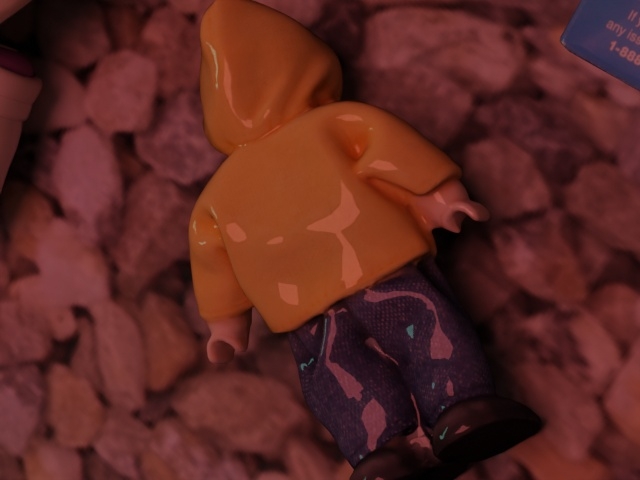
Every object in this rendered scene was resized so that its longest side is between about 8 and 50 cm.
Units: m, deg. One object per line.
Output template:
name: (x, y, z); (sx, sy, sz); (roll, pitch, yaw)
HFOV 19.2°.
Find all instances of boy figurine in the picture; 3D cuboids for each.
boy figurine: (0.000, 0.000, 1.010); (0.177, 0.092, 0.285); (-36, 68, 23)

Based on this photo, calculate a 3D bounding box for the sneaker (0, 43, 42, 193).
sneaker: (-0.321, -0.077, 1.186); (0.305, 0.114, 0.152); (14, 92, 30)

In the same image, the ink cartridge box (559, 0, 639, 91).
ink cartridge box: (0.287, -0.163, 0.837); (0.223, 0.129, 0.307); (34, 102, 28)

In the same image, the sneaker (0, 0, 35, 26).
sneaker: (-0.189, -0.227, 1.039); (0.410, 0.182, 0.158); (-21, 57, 10)
